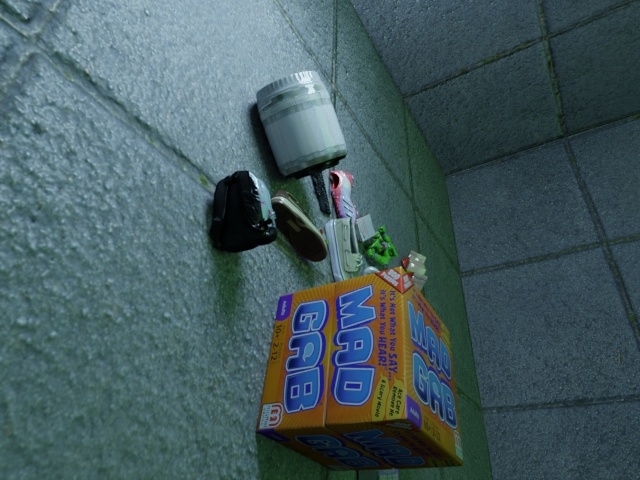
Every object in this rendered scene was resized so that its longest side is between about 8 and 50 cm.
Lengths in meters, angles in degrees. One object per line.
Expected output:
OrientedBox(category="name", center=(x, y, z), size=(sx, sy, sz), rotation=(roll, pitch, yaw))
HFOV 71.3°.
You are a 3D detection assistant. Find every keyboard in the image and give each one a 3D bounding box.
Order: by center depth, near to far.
OrientedBox(category="keyboard", center=(0.008, -0.190, 1.587), size=(0.100, 0.038, 0.191), rotation=(3, 72, -62))

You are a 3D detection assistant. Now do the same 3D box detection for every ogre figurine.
OrientedBox(category="ogre figurine", center=(0.258, 0.035, 1.881), size=(0.118, 0.097, 0.197), rotation=(52, 20, -16))

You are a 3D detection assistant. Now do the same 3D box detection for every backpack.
OrientedBox(category="backpack", center=(-0.180, -0.071, 1.058), size=(0.115, 0.152, 0.181), rotation=(47, 30, -70))

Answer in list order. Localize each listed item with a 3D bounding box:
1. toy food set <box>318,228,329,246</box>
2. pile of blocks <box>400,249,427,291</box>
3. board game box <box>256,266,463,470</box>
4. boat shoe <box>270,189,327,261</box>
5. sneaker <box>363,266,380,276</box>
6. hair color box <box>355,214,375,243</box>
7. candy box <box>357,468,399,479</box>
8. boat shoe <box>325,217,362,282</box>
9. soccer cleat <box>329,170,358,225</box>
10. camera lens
OrientedBox(category="toy food set", center=(0.000, 0.000, 1.479), size=(0.083, 0.020, 0.082), rotation=(58, 30, -27))
OrientedBox(category="pile of blocks", center=(0.431, 0.157, 2.164), size=(0.113, 0.148, 0.362), rotation=(27, 22, 3))
OrientedBox(category="board game box", center=(0.112, 0.341, 1.122), size=(0.356, 0.357, 0.356), rotation=(48, 36, -40))
OrientedBox(category="boat shoe", center=(-0.056, -0.048, 1.320), size=(0.257, 0.095, 0.095), rotation=(55, 26, -33))
OrientedBox(category="sneaker", center=(0.226, 0.170, 1.770), size=(0.235, 0.090, 0.094), rotation=(54, 19, -40))
OrientedBox(category="hair color box", center=(0.162, -0.046, 1.784), size=(0.167, 0.054, 0.093), rotation=(-23, 97, -65))
OrientedBox(category="candy box", center=(0.177, 0.681, 1.373), size=(0.165, 0.070, 0.196), rotation=(37, 45, -50))
OrientedBox(category="boat shoe", center=(0.094, 0.066, 1.540), size=(0.109, 0.094, 0.301), rotation=(-7, 81, -63))
OrientedBox(category="soccer cleat", center=(0.080, -0.147, 1.677), size=(0.095, 0.083, 0.247), rotation=(8, 70, -30))
OrientedBox(category="camera lens", center=(-0.055, -0.336, 1.342), size=(0.219, 0.220, 0.274), rotation=(-33, 104, -63))
